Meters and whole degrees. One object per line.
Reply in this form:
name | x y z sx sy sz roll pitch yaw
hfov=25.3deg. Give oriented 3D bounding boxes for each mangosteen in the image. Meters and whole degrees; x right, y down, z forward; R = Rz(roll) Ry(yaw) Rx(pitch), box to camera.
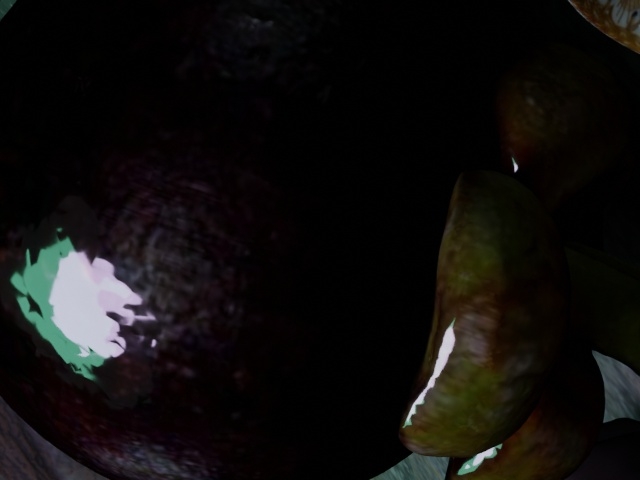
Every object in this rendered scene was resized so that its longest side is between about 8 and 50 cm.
mangosteen | 0.000 0.000 0.817 0.435 0.382 0.382 34 154 23

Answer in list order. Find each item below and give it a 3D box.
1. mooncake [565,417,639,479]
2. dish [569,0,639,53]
mooncake | 0.232 0.247 0.904 0.283 0.141 0.283 160 90 -76
dish | 0.173 -0.126 0.575 0.141 0.078 0.141 20 167 5
